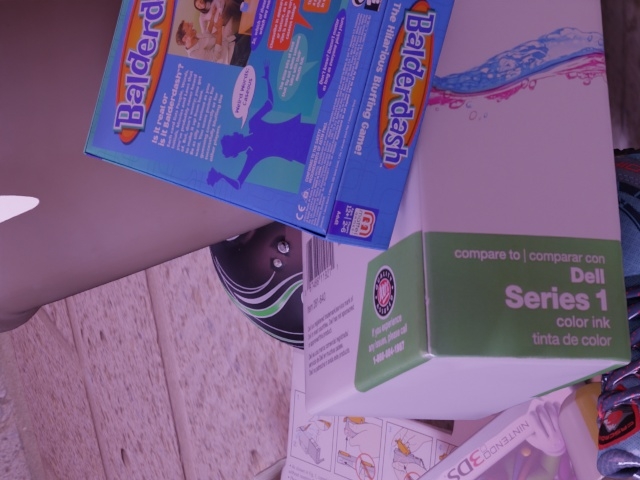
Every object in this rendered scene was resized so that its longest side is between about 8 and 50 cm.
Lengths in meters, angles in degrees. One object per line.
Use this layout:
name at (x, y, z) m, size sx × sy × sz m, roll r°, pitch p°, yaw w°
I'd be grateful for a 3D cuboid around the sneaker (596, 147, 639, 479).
sneaker at (0.191, 0.072, 0.816) m, size 0.261 × 0.125 × 0.104 m, roll 62°, pitch 157°, yaw 15°

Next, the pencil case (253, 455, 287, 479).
pencil case at (0.048, 0.365, 1.405) m, size 0.410 × 0.160 × 0.183 m, roll 36°, pitch 155°, yaw 54°

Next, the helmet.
helmet at (0.000, 0.000, 1.158) m, size 0.161 × 0.169 × 0.169 m, roll -12°, pitch 100°, yaw 51°

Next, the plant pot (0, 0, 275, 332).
plant pot at (-0.146, -0.101, 1.032) m, size 0.323 × 0.280 × 0.323 m, roll -4°, pitch -90°, yaw -78°

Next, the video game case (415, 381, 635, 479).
video game case at (0.157, 0.208, 1.063) m, size 0.173 × 0.022 × 0.190 m, roll -45°, pitch 65°, yaw 35°

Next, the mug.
mug at (0.187, 0.120, 0.991) m, size 0.062 × 0.078 × 0.064 m, roll 41°, pitch -161°, yaw -54°

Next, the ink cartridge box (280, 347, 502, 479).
ink cartridge box at (0.081, 0.214, 1.220) m, size 0.296 × 0.066 × 0.261 m, roll 14°, pitch 99°, yaw 48°

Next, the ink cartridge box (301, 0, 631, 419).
ink cartridge box at (0.068, -0.052, 0.877) m, size 0.201 × 0.117 × 0.278 m, roll 140°, pitch 131°, yaw -68°

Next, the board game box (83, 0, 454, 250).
board game box at (-0.030, -0.097, 0.817) m, size 0.210 × 0.047 × 0.160 m, roll 20°, pitch 97°, yaw 46°
